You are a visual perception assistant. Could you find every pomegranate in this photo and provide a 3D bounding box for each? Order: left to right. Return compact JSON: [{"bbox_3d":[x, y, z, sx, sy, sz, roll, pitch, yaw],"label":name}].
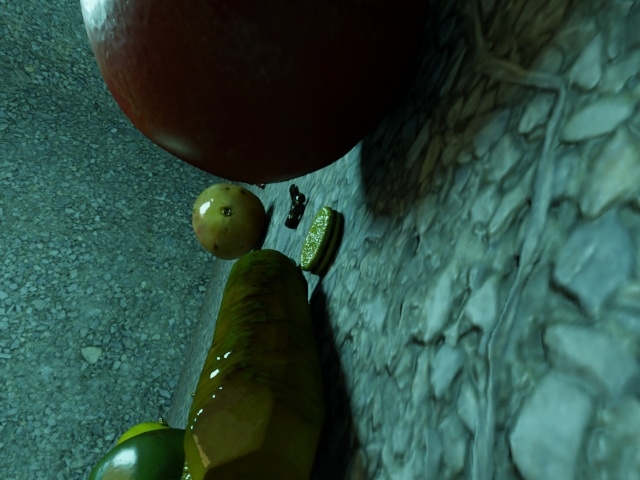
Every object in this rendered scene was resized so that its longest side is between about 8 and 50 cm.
[{"bbox_3d":[-0.213,0.369,0.633,0.225,0.187,0.187,61,137,35],"label":"pomegranate"},{"bbox_3d":[-0.228,-0.046,1.179,0.191,0.192,0.191,-161,90,-76],"label":"pomegranate"}]

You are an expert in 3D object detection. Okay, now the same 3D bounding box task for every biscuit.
[{"bbox_3d":[0.000,0.000,0.573,0.084,0.023,0.083,-159,90,-77],"label":"biscuit"}]

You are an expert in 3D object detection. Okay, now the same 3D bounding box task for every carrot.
[{"bbox_3d":[-0.055,0.113,0.452,0.301,0.114,0.114,-99,31,-67],"label":"carrot"}]

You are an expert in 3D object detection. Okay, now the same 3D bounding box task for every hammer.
[{"bbox_3d":[-0.050,-0.075,0.869,0.178,0.021,0.065,-109,40,-69],"label":"hammer"}]

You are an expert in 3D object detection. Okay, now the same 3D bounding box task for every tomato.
[{"bbox_3d":[-0.056,-0.225,0.473,0.289,0.325,0.293,51,131,19],"label":"tomato"}]

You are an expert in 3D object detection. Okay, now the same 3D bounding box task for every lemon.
[{"bbox_3d":[-0.417,0.536,1.146,0.173,0.174,0.206,-125,46,-73],"label":"lemon"}]

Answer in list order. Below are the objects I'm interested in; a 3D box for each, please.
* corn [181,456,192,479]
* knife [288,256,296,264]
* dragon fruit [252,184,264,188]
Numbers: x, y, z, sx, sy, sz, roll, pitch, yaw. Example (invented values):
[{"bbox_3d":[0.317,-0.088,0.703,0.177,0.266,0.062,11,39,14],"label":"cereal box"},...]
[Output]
[{"bbox_3d":[-0.135,0.304,0.570,0.080,0.080,0.230,126,159,-49],"label":"corn"},{"bbox_3d":[-0.069,0.143,0.641,0.063,0.035,0.260,127,154,-62],"label":"knife"},{"bbox_3d":[-0.264,-0.283,1.480,0.302,0.331,0.239,151,115,-67],"label":"dragon fruit"}]
